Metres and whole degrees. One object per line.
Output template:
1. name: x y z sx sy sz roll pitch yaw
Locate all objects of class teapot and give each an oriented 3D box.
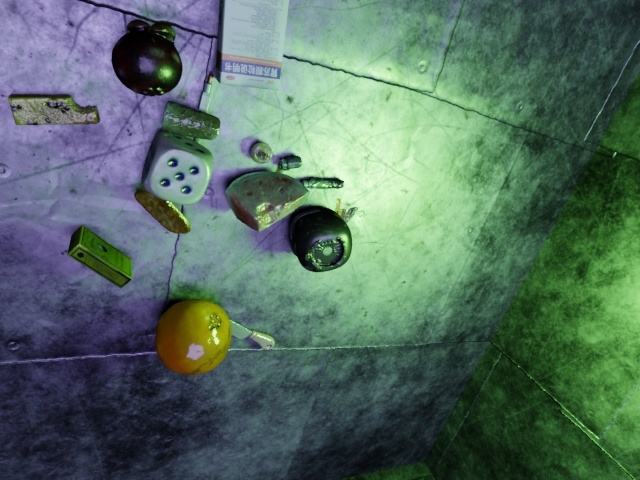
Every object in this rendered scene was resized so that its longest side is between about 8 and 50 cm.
1. teapot: -0.118 -0.304 1.632 0.083 0.063 0.049 -9 90 -17

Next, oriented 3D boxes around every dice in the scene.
1. dice: -0.482 -0.243 1.403 0.191 0.193 0.194 17 111 -30

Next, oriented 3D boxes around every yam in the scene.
1. yam: -0.436 -0.395 1.391 0.183 0.107 0.107 9 114 -30

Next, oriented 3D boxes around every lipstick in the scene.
1. lipstick: -0.383 -0.500 1.399 0.030 0.030 0.130 9 114 -28

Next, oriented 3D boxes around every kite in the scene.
1. kite: 0.067 -0.101 1.852 0.240 0.014 0.184 -6 119 -20

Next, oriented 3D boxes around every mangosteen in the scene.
1. mangosteen: -0.511 -0.531 1.229 0.209 0.210 0.210 -11 122 -18

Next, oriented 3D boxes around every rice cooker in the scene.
1. rice cooker: 0.000 0.000 1.744 0.266 0.225 0.268 -8 124 -12

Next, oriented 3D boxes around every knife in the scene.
1. knife: -0.358 0.436 1.967 0.335 0.043 0.081 35 106 -29

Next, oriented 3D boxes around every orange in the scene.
1. orange: -0.516 0.391 1.696 0.311 0.312 0.313 -11 122 -18

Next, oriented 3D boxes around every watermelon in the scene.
1. watermelon: -0.202 -0.135 1.594 0.317 0.226 0.148 -1 146 -12

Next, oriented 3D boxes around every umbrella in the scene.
1. umbrella: 0.009 -0.235 1.729 0.188 0.050 0.046 -5 141 -23

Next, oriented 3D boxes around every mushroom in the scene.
1. mushroom: -0.216 -0.321 1.550 0.085 0.079 0.085 -12 125 -17

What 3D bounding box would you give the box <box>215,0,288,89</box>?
1. box: -0.223 -0.654 1.336 0.199 0.106 0.300 -2 120 -23

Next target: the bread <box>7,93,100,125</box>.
1. bread: -0.799 -0.394 1.258 0.225 0.049 0.088 -8 121 -21

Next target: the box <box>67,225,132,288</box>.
1. box: -0.777 0.060 1.478 0.064 0.141 0.220 -42 126 4

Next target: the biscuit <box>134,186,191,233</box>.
1. biscuit: -0.567 -0.105 1.509 0.118 0.029 0.247 -6 140 23
